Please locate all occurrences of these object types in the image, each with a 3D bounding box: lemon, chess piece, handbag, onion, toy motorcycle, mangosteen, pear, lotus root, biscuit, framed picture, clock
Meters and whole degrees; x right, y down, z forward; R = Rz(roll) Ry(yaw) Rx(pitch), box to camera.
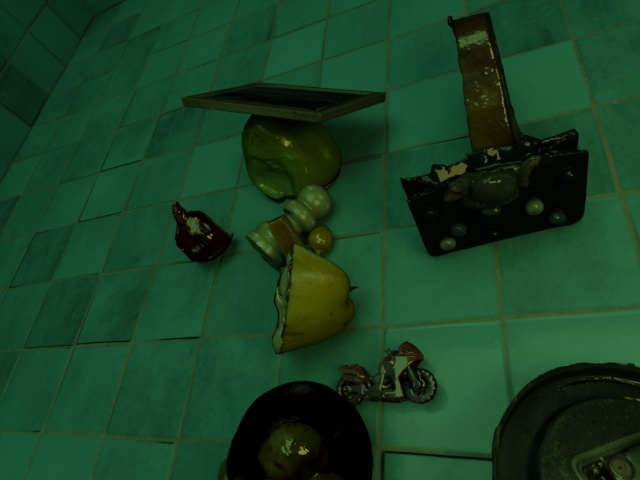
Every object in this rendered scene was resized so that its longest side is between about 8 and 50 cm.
[{"bbox_3d":[0.000,0.000,1.149,0.065,0.065,0.092,-3,57,27],"label":"lemon"},{"bbox_3d":[-0.068,-0.047,1.190,0.243,0.133,0.133,-45,50,-13],"label":"chess piece"},{"bbox_3d":[0.339,-0.085,0.886,0.325,0.269,0.119,-16,55,19],"label":"handbag"},{"bbox_3d":[-0.361,-0.019,1.275,0.135,0.198,0.173,-57,34,-6],"label":"onion"},{"bbox_3d":[0.126,0.268,0.899,0.212,0.084,0.118,-14,63,26],"label":"toy motorcycle"},{"bbox_3d":[-0.040,0.387,0.774,0.233,0.288,0.288,21,71,24],"label":"mangosteen"},{"bbox_3d":[-0.011,0.141,0.992,0.177,0.267,0.267,11,60,-6],"label":"pear"},{"bbox_3d":[0.358,-0.321,0.976,0.111,0.375,0.391,-11,67,27],"label":"lotus root"},{"bbox_3d":[-0.059,0.023,1.096,0.052,0.188,0.056,-26,14,18],"label":"biscuit"},{"bbox_3d":[-0.104,-0.245,1.250,0.292,0.292,0.159,1,52,29],"label":"pear"},{"bbox_3d":[-0.096,-0.376,1.196,0.445,0.028,0.326,15,31,29],"label":"framed picture"},{"bbox_3d":[0.432,0.354,0.610,0.385,0.076,0.386,-5,48,6],"label":"clock"}]

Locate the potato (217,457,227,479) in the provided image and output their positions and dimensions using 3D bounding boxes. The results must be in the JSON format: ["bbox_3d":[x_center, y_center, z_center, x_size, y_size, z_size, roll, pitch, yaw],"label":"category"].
[{"bbox_3d":[-0.145,0.468,0.923,0.137,0.070,0.092,-32,52,9],"label":"potato"}]
